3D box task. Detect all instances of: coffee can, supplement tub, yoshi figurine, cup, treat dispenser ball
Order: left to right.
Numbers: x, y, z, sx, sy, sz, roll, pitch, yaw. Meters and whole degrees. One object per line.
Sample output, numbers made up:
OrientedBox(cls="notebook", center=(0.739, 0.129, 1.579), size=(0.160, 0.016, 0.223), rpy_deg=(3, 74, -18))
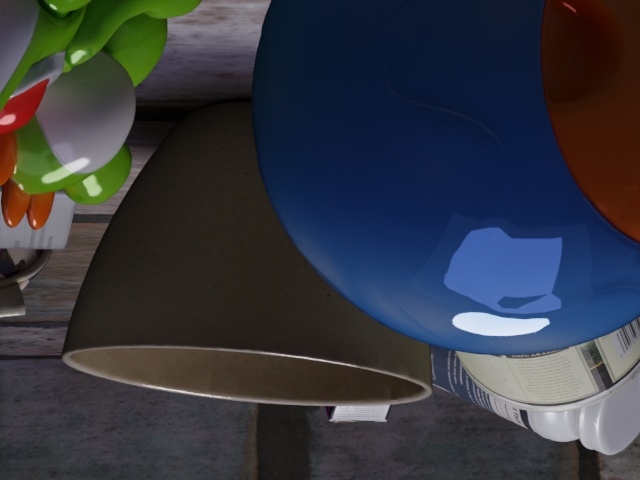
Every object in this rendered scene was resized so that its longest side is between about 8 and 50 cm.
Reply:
OrientedBox(cls="yoshi figurine", center=(-0.171, -0.157, 0.928), size=(0.203, 0.203, 0.362), rpy_deg=(-39, 159, -14))
OrientedBox(cls="cup", center=(-0.056, 0.011, 1.443), size=(0.331, 0.236, 0.331), rpy_deg=(5, 167, 1))
OrientedBox(cls="treat dispenser ball", center=(0.104, -0.078, 0.904), size=(0.288, 0.288, 0.288), rpy_deg=(-1, 169, 0))
OrientedBox(cls="coffee can", center=(0.171, 0.002, 1.345), size=(0.202, 0.201, 0.275), rpy_deg=(-5, 149, 19))
OrientedBox(cls="supplement tub", center=(0.228, 0.103, 1.735), size=(0.272, 0.191, 0.191), rpy_deg=(23, -177, 31))

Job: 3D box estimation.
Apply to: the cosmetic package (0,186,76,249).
OrientedBox(cls="cosmetic package", center=(-0.367, -0.082, 1.192), size=(0.366, 0.155, 0.197), rpy_deg=(2, 168, -13))

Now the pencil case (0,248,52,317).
OrientedBox(cls="pencil case", center=(-0.419, 0.006, 1.570), size=(0.160, 0.183, 0.410), rpy_deg=(7, 167, -37))

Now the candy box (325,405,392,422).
OrientedBox(cls="candy box", center=(0.049, 0.055, 1.653), size=(0.071, 0.159, 0.233), rpy_deg=(2, 132, -18))
